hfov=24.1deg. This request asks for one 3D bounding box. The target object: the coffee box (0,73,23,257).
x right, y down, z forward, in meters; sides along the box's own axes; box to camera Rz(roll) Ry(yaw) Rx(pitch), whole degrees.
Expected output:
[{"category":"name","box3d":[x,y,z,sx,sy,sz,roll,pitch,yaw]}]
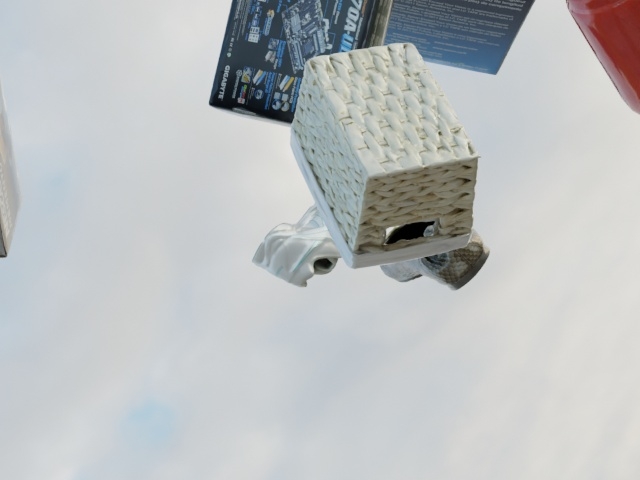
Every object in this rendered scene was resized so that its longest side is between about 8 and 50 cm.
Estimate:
[{"category":"coffee box","box3d":[-0.367,-0.118,1.484,0.098,0.141,0.247,-4,-64,0]}]

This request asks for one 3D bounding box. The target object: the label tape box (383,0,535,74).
[{"category":"label tape box","box3d":[0.157,-0.361,1.980,0.249,0.115,0.348,11,-23,-3]}]

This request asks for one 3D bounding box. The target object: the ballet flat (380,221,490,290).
[{"category":"ballet flat","box3d":[0.099,0.003,1.469,0.084,0.058,0.250,-51,12,-3]}]

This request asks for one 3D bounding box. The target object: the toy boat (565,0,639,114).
[{"category":"toy boat","box3d":[0.246,-0.078,0.553,0.148,0.318,0.267,44,-121,-31]}]

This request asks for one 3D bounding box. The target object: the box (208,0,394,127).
[{"category":"box","box3d":[-0.016,-0.233,1.650,0.051,0.175,0.220,9,-86,-65]}]

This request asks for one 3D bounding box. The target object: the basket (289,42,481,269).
[{"category":"basket","box3d":[0.051,-0.075,1.247,0.113,0.167,0.103,-12,-42,-16]}]

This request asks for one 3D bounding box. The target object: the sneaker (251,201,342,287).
[{"category":"sneaker","box3d":[0.000,0.000,1.406,0.152,0.061,0.054,-39,-18,-45]}]
